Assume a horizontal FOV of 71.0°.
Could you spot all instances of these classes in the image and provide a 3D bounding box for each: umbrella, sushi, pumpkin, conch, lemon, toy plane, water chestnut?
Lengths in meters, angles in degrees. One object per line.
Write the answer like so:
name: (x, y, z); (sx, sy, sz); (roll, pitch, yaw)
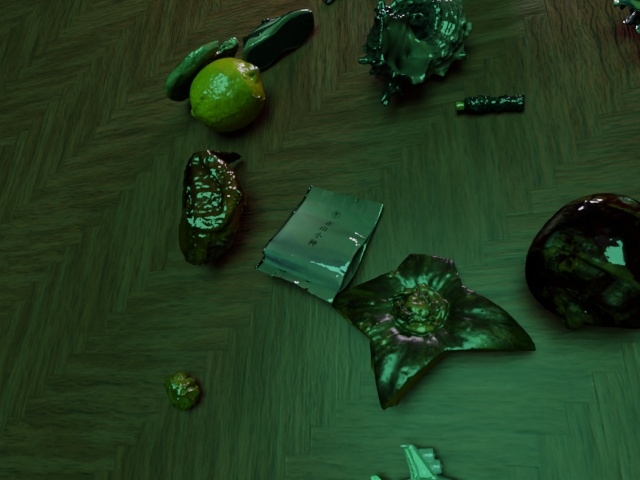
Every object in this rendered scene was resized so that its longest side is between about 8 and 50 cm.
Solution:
umbrella: (0.369, -0.298, 0.977); (0.143, 0.037, 0.040); (2, 83, 17)
sushi: (-0.257, -0.082, 1.061); (0.166, 0.179, 0.297); (-10, 68, -3)
pumpkin: (0.191, 0.146, 0.829); (0.289, 0.095, 0.259); (-25, 50, -1)
conch: (0.219, -0.450, 1.033); (0.240, 0.186, 0.313); (33, 63, 21)
lemon: (-0.239, -0.370, 1.153); (0.180, 0.181, 0.193); (36, 79, 28)
toy plane: (0.682, -0.489, 0.919); (0.192, 0.088, 0.262); (20, 54, -3)
water chestnut: (0.455, 0.027, 0.715); (0.238, 0.224, 0.223); (-40, 60, -17)
toy plane: (0.157, 0.428, 0.734); (0.173, 0.080, 0.174); (-6, 66, 15)

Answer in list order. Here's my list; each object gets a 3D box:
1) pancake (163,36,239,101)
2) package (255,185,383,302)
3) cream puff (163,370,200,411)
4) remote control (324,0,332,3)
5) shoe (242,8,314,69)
pancake: (-0.319, -0.457, 1.207); (0.253, 0.253, 0.037); (-39, 100, 1)
package: (0.000, 0.000, 0.984); (0.203, 0.062, 0.251); (20, 64, 26)
cream puff: (-0.299, 0.320, 0.954); (0.083, 0.058, 0.083); (-26, 64, 10)
remote control: (0.047, -0.711, 1.276); (0.096, 0.014, 0.039); (-40, 61, 2)
shoe: (-0.128, -0.574, 1.242); (0.227, 0.099, 0.112); (-34, 54, 5)
